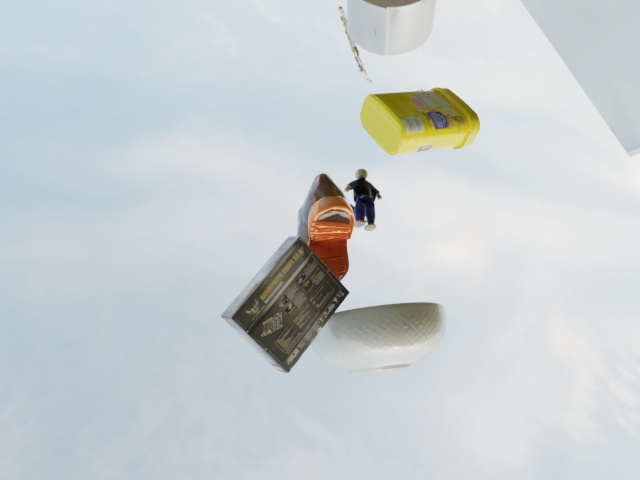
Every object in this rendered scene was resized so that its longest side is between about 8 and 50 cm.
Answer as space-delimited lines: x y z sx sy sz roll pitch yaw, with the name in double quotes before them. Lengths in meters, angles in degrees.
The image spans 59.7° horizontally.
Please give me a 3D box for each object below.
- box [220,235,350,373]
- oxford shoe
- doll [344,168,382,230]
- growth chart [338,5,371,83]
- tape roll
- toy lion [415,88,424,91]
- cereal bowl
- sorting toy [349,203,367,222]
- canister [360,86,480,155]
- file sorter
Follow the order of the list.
"box" -0.069 0.134 1.186 0.183 0.056 0.231 48 -114 -22
"oxford shoe" 0.000 0.000 1.316 0.130 0.363 0.132 -2 -130 -17
"doll" 0.120 -0.125 1.588 0.129 0.046 0.188 15 -119 -28
"growth chart" 0.113 -0.644 1.852 0.172 0.021 0.237 -23 -86 -74
"tape roll" 0.192 -0.652 1.516 0.247 0.169 0.245 -2 -116 4
"toy lion" 0.220 -0.357 1.437 0.096 0.100 0.034 -37 -74 -6
"cereal bowl" 0.140 0.246 1.351 0.339 0.339 0.141 3 -107 -28
"sorting toy" 0.095 -0.073 1.598 0.062 0.012 0.083 -17 -130 -42
"canister" 0.167 -0.204 0.952 0.170 0.073 0.126 -12 -130 -31
"file sorter" 0.364 -0.265 0.594 0.277 0.173 0.193 57 -177 5
